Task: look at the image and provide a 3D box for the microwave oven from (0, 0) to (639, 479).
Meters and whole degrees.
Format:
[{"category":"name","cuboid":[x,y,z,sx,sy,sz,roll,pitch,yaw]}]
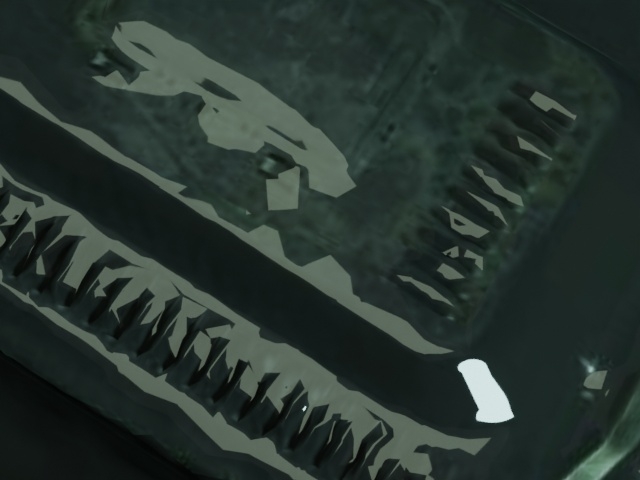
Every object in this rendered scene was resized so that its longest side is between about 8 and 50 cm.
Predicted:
[{"category":"microwave oven","cuboid":[0.000,0.000,0.515,0.295,0.181,0.237,32,62,5]}]
